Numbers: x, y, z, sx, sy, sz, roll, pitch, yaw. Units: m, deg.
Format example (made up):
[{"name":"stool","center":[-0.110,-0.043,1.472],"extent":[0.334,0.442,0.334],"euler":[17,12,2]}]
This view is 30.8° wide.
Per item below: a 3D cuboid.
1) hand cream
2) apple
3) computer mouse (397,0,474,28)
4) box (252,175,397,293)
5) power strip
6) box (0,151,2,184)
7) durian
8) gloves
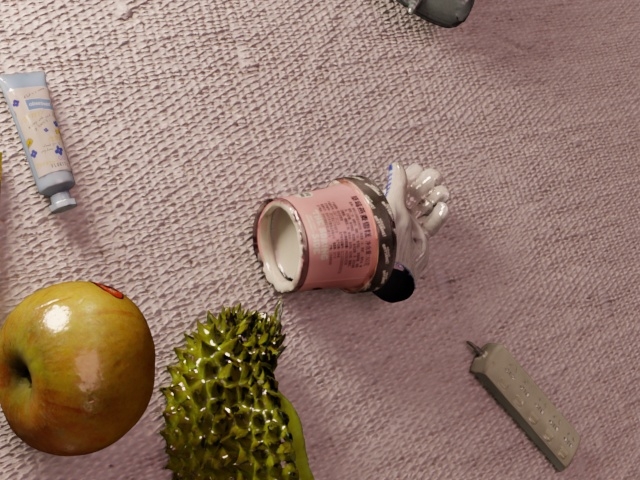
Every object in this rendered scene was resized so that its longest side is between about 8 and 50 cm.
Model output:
[{"name":"hand cream","center":[-0.319,-0.114,1.330],"extent":[0.065,0.043,0.170],"euler":[-13,79,-43]},{"name":"apple","center":[-0.253,0.132,1.220],"extent":[0.155,0.182,0.182],"euler":[-1,77,-47]},{"name":"computer mouse","center":[0.182,-0.476,1.754],"extent":[0.188,0.122,0.370],"euler":[32,66,-20]},{"name":"box","center":[0.000,0.000,1.462],"extent":[0.135,0.151,0.151],"euler":[-9,82,-29]},{"name":"power strip","center":[0.293,0.232,1.671],"extent":[0.252,0.027,0.060],"euler":[49,54,-14]},{"name":"box","center":[-0.406,-0.012,1.242],"extent":[0.121,0.030,0.193],"euler":[10,71,-33]},{"name":"durian","center":[-0.082,0.248,1.369],"extent":[0.169,0.158,0.351],"euler":[2,71,-71]},{"name":"gloves","center":[0.111,-0.019,1.573],"extent":[0.119,0.097,0.229],"euler":[60,41,-36]}]
